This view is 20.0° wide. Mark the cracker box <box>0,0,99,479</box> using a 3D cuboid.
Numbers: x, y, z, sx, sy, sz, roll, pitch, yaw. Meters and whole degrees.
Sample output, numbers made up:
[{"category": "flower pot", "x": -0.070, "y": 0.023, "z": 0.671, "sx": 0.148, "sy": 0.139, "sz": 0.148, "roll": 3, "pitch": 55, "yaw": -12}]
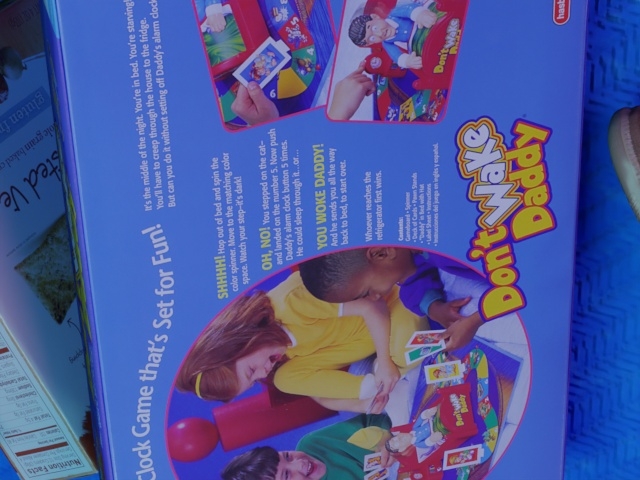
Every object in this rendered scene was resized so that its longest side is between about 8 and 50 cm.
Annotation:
[{"category": "cracker box", "x": -0.154, "y": -0.004, "z": 0.996, "sx": 0.067, "sy": 0.156, "sz": 0.232, "roll": -16, "pitch": 111, "yaw": 39}]

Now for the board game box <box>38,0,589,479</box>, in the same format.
[{"category": "board game box", "x": 0.000, "y": 0.000, "z": 0.861, "sx": 0.233, "sy": 0.078, "sz": 0.347, "roll": -9, "pitch": 124, "yaw": -11}]

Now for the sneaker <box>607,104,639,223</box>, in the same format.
[{"category": "sneaker", "x": 0.207, "y": 0.004, "z": 0.844, "sx": 0.071, "sy": 0.066, "sz": 0.188, "roll": -30, "pitch": 107, "yaw": 25}]
